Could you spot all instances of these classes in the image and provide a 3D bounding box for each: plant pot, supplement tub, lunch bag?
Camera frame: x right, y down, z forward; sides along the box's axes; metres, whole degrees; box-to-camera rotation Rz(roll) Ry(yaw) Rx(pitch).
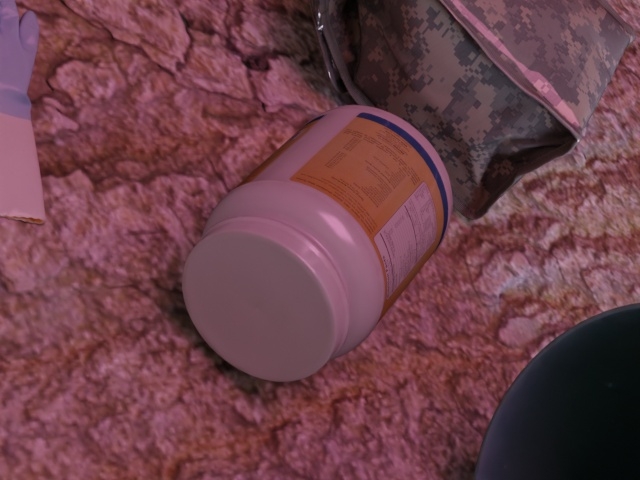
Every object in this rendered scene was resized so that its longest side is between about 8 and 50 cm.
[{"bbox_3d":[0.295,0.208,0.995,0.235,0.293,0.293,18,46,-45],"label":"plant pot"},{"bbox_3d":[0.000,0.000,1.014,0.144,0.144,0.200,45,40,-1],"label":"supplement tub"},{"bbox_3d":[0.123,-0.203,1.272,0.287,0.169,0.235,45,40,-7],"label":"lunch bag"}]

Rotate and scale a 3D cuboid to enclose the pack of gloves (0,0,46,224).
[{"bbox_3d":[-0.282,-0.135,0.968,0.195,0.046,0.232,13,50,-31],"label":"pack of gloves"}]
